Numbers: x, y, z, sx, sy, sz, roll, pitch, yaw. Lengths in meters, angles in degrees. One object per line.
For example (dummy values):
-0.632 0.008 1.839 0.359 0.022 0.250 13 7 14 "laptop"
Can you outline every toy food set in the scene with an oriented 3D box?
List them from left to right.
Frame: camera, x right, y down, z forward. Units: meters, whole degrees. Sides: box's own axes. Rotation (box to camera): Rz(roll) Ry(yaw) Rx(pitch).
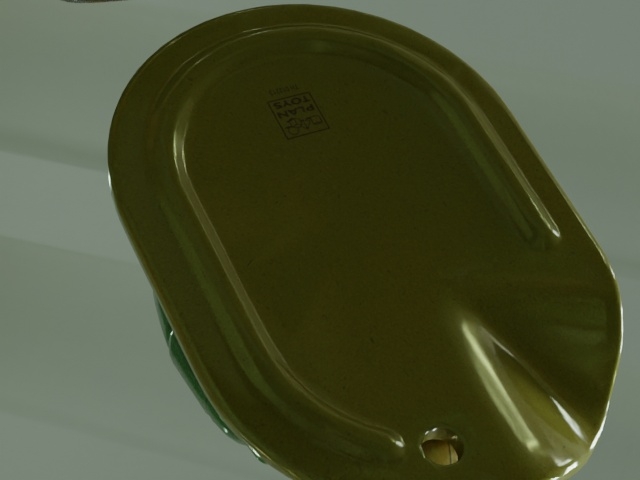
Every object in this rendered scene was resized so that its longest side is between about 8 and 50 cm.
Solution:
0.000 0.000 0.494 0.128 0.071 0.218 -15 -121 -21 "toy food set"
